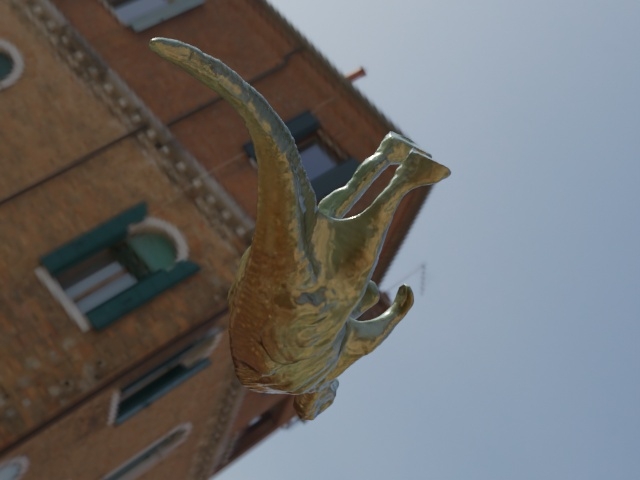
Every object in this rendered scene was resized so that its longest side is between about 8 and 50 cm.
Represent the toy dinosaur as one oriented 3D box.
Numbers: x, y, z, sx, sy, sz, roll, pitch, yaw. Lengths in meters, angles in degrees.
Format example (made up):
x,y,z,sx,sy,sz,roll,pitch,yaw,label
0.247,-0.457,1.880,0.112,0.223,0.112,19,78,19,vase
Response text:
x,y,z,sx,sy,sz,roll,pitch,yaw,label
0.000,0.000,0.684,0.092,0.205,0.393,39,-5,26,toy dinosaur
